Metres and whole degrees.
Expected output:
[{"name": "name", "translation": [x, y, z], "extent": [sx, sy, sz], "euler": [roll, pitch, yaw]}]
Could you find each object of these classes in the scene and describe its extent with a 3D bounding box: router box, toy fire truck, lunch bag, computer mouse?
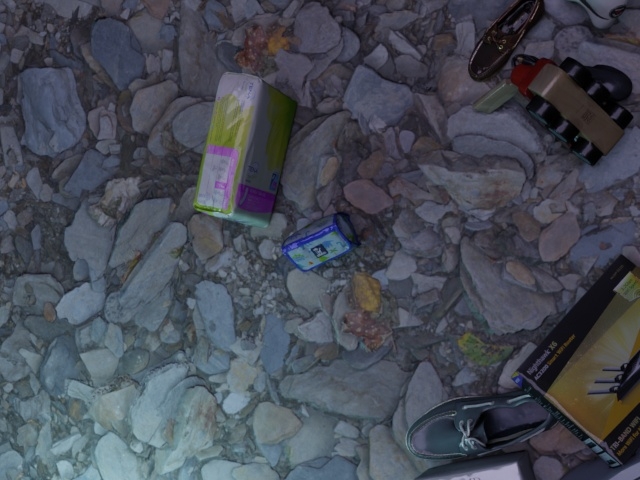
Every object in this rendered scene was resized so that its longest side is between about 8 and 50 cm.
[{"name": "router box", "translation": [0.542, 0.217, 1.566], "extent": [0.243, 0.081, 0.309], "euler": [41, 79, 17]}, {"name": "toy fire truck", "translation": [0.433, -0.257, 1.654], "extent": [0.158, 0.217, 0.246], "euler": [-52, 31, 9]}, {"name": "lunch bag", "translation": [0.000, 0.000, 1.775], "extent": [0.129, 0.151, 0.096], "euler": [-26, 78, 14]}, {"name": "computer mouse", "translation": [0.493, -0.327, 1.693], "extent": [0.242, 0.041, 0.071], "euler": [17, 92, 19]}]

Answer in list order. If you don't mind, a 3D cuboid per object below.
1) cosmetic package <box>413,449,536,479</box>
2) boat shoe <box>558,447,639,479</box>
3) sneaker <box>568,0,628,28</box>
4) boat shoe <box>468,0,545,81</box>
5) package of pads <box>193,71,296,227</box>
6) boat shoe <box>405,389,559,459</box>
[{"name": "cosmetic package", "translation": [0.331, 0.609, 1.617], "extent": [0.217, 0.156, 0.385], "euler": [-19, 81, 18]}, {"name": "boat shoe", "translation": [0.558, 0.449, 1.579], "extent": [0.306, 0.113, 0.105], "euler": [-38, 96, 19]}, {"name": "sneaker", "translation": [0.494, -0.546, 1.672], "extent": [0.122, 0.146, 0.330], "euler": [-10, 57, -9]}, {"name": "boat shoe", "translation": [0.368, -0.414, 1.725], "extent": [0.073, 0.073, 0.207], "euler": [40, 100, 16]}, {"name": "package of pads", "translation": [-0.156, -0.186, 1.800], "extent": [0.101, 0.229, 0.296], "euler": [12, 89, 19]}, {"name": "boat shoe", "translation": [0.309, 0.359, 1.672], "extent": [0.319, 0.099, 0.116], "euler": [-17, 80, 16]}]
